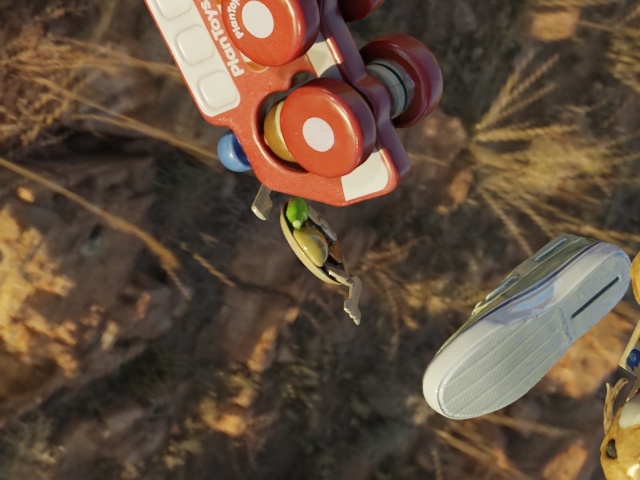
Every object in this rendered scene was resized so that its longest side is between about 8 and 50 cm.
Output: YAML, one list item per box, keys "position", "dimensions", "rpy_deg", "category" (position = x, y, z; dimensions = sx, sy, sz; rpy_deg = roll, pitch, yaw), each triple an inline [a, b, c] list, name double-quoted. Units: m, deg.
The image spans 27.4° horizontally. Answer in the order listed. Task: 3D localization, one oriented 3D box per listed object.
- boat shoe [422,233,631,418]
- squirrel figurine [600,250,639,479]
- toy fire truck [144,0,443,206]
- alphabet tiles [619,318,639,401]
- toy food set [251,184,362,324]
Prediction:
- position: [0.223, 0.095, 1.487]
  dimensions: [0.302, 0.094, 0.109]
  rpy_deg: [-32, 124, -24]
  category: "boat shoe"
- position: [0.448, 0.140, 1.181]
  dimensions: [0.397, 0.281, 0.370]
  rpy_deg: [25, 92, -21]
  category: "squirrel figurine"
- position: [-0.037, -0.175, 1.374]
  dimensions: [0.169, 0.254, 0.302]
  rpy_deg: [-39, 108, -44]
  category: "toy fire truck"
- position: [0.515, 0.151, 1.833]
  dimensions: [0.009, 0.198, 0.237]
  rpy_deg: [10, 108, -36]
  category: "alphabet tiles"
- position: [0.000, 0.000, 1.590]
  dimensions: [0.038, 0.132, 0.192]
  rpy_deg: [-37, 105, 18]
  category: "toy food set"
